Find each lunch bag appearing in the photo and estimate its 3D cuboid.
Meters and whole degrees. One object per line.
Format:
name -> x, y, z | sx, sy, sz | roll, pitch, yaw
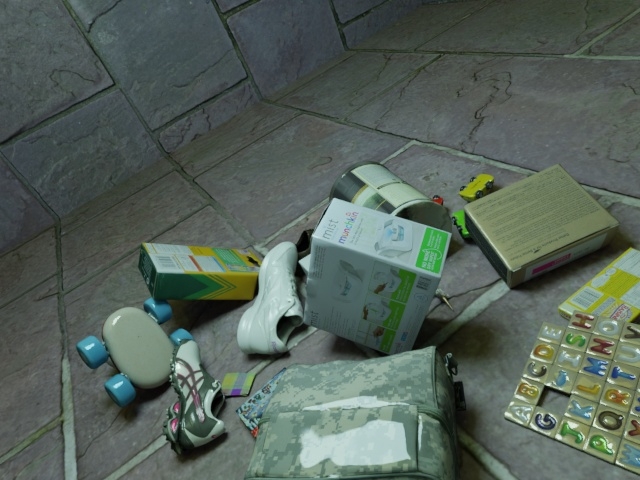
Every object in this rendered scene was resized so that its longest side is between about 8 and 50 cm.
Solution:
lunch bag -> 0.068, 0.295, 0.710 | 0.305, 0.212, 0.256 | -12, 37, 19

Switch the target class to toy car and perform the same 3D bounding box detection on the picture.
toy car -> 0.357, -0.068, 1.160 | 0.239, 0.053, 0.225 | -20, 34, 10
toy car -> -0.482, 0.287, 1.158 | 0.219, 0.210, 0.238 | -37, 4, -39

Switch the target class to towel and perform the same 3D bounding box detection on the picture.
towel -> -0.189, 0.325, 1.022 | 0.083, 0.009, 0.060 | -9, 36, 22

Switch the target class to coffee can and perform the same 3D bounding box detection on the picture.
coffee can -> 0.165, -0.061, 1.134 | 0.201, 0.201, 0.275 | -30, 35, -6

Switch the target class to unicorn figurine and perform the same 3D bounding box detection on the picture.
unicorn figurine -> 0.207, 0.097, 1.005 | 0.162, 0.111, 0.060 | -7, 45, 49

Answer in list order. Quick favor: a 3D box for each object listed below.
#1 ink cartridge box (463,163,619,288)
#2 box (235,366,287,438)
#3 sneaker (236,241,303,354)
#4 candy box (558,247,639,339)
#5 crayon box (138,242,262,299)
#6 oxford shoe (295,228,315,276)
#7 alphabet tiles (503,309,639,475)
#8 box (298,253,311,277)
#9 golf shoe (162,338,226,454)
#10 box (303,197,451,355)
ink cartridge box -> 0.459, -0.033, 0.969 | 0.234, 0.088, 0.193 | -24, 53, 1
box -> -0.096, 0.336, 0.930 | 0.137, 0.027, 0.094 | -39, 37, -20
sneaker -> -0.090, 0.142, 1.114 | 0.152, 0.114, 0.305 | 0, 57, 27
candy box -> 0.553, 0.096, 0.830 | 0.206, 0.027, 0.105 | -34, 38, -11
crayon box -> -0.316, 0.087, 1.256 | 0.323, 0.083, 0.203 | 4, 17, -33
oxford shoe -> 0.000, 0.000, 1.265 | 0.227, 0.096, 0.083 | -37, 33, -20
alphabet tiles -> 0.437, 0.221, 0.728 | 0.198, 0.009, 0.237 | 12, 56, 43
box -> 0.049, 0.083, 1.121 | 0.130, 0.091, 0.170 | -34, 35, -10
golf shoe -> -0.270, 0.331, 1.005 | 0.120, 0.105, 0.273 | -13, 41, -3
box -> 0.097, 0.082, 0.873 | 0.231, 0.262, 0.127 | 18, 46, 12
